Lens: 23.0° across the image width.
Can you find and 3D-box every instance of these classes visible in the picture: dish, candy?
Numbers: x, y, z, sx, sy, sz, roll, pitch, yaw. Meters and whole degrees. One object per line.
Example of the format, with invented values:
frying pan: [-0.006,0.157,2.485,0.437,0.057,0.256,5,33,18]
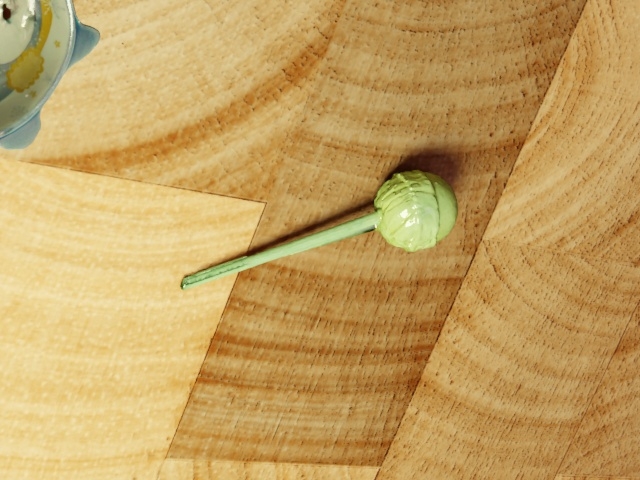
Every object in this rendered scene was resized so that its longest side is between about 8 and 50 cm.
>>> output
dish: [-0.317,-0.196,1.399,0.228,0.086,0.236,-15,124,-29]
candy: [0.000,0.000,1.764,0.336,0.093,0.092,-18,83,-15]
